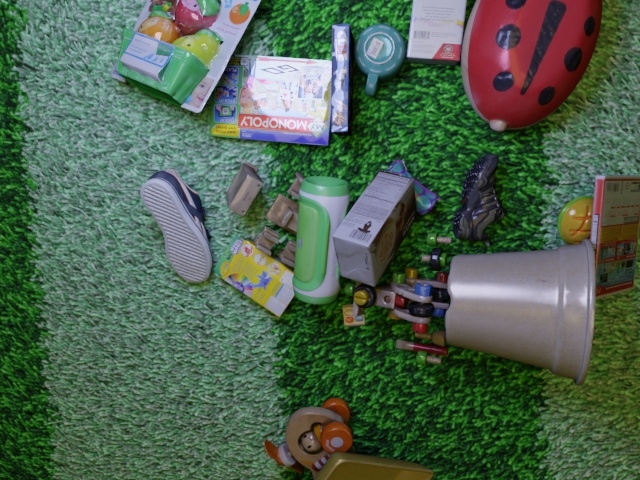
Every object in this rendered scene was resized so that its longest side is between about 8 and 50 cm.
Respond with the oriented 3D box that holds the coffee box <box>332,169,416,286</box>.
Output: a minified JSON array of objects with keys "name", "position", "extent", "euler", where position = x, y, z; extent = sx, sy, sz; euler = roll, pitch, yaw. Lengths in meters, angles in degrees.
[{"name":"coffee box","position":[0.136,-0.033,1.354],"extent":[0.098,0.246,0.141],"euler":[17,141,26]}]

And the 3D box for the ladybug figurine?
[{"name":"ladybug figurine","position":[0.494,-0.468,1.298],"extent":[0.305,0.162,0.450],"euler":[15,98,-3]}]

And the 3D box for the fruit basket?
[{"name":"fruit basket","position":[-0.341,-0.519,1.392],"extent":[0.327,0.165,0.353],"euler":[27,93,23]}]

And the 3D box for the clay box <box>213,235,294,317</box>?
[{"name":"clay box","position":[-0.163,0.091,1.525],"extent":[0.222,0.053,0.127],"euler":[35,100,3]}]

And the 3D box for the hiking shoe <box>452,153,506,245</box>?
[{"name":"hiking shoe","position":[0.414,-0.103,1.421],"extent":[0.114,0.086,0.227],"euler":[15,105,-8]}]

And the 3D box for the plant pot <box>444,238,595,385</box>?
[{"name":"plant pot","position":[0.461,0.152,1.342],"extent":[0.305,0.334,0.334],"euler":[4,98,18]}]

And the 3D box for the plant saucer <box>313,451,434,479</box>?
[{"name":"plant saucer","position":[0.081,0.676,1.484],"extent":[0.332,0.081,0.333],"euler":[21,111,-32]}]

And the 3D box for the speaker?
[{"name":"speaker","position":[0.000,0.000,1.375],"extent":[0.131,0.131,0.297],"euler":[7,109,6]}]

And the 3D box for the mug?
[{"name":"mug","position":[0.150,-0.450,1.390],"extent":[0.129,0.097,0.158],"euler":[-18,94,9]}]

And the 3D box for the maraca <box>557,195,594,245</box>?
[{"name":"maraca","position":[0.650,-0.030,1.386],"extent":[0.127,0.099,0.186],"euler":[-38,117,9]}]

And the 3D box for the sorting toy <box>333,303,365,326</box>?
[{"name":"sorting toy","position":[0.077,0.204,1.529],"extent":[0.083,0.012,0.062],"euler":[-7,97,8]}]

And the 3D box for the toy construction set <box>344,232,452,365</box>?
[{"name":"toy construction set","position":[0.197,0.167,1.436],"extent":[0.237,0.257,0.309],"euler":[4,122,24]}]

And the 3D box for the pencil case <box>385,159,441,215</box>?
[{"name":"pencil case","position":[0.228,-0.136,1.439],"extent":[0.151,0.064,0.070],"euler":[44,115,-1]}]

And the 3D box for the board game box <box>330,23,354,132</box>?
[{"name":"board game box","position":[0.055,-0.382,1.378],"extent":[0.042,0.165,0.243],"euler":[2,98,7]}]

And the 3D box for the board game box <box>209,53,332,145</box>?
[{"name":"board game box","position":[-0.124,-0.364,1.464],"extent":[0.317,0.046,0.214],"euler":[5,97,7]}]

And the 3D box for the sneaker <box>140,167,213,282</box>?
[{"name":"sneaker","position":[-0.360,-0.043,1.507],"extent":[0.126,0.127,0.321],"euler":[-7,121,14]}]

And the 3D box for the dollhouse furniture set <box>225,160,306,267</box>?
[{"name":"dollhouse furniture set","position":[-0.115,-0.089,1.476],"extent":[0.242,0.161,0.212],"euler":[29,101,-20]}]

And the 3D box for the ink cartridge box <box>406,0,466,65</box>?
[{"name":"ink cartridge box","position":[0.282,-0.525,1.376],"extent":[0.127,0.072,0.175],"euler":[7,98,7]}]

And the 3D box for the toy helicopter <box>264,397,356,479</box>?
[{"name":"toy helicopter","position":[-0.015,0.612,1.540],"extent":[0.234,0.140,0.355],"euler":[-9,109,2]}]

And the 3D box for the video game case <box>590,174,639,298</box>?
[{"name":"video game case","position":[0.703,-0.012,1.347],"extent":[0.025,0.204,0.285],"euler":[10,102,51]}]
